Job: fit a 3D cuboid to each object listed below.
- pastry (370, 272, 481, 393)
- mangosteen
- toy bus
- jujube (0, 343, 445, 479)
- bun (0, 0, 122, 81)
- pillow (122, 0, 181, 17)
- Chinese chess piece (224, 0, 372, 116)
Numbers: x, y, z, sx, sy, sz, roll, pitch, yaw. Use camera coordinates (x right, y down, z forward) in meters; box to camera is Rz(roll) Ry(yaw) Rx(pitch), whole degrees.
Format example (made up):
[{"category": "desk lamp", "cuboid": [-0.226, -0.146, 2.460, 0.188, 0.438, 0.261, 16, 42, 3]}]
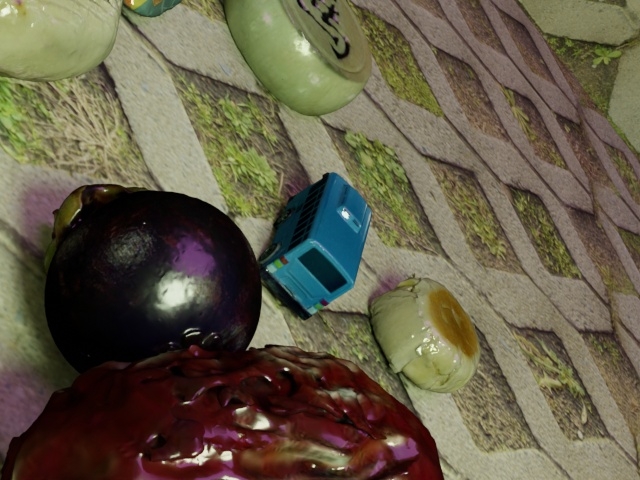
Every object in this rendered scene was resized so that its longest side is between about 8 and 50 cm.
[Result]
[{"category": "pastry", "cuboid": [0.142, 0.125, 1.452, 0.166, 0.088, 0.166, 40, 29, -28]}, {"category": "mangosteen", "cuboid": [-0.158, 0.032, 0.961, 0.194, 0.194, 0.230, 22, 18, -50]}, {"category": "toy bus", "cuboid": [0.000, 0.000, 1.324, 0.090, 0.106, 0.184, 46, 29, -17]}, {"category": "jujube", "cuboid": [-0.062, 0.197, 0.839, 0.377, 0.258, 0.258, 24, 42, -44]}, {"category": "bun", "cuboid": [-0.303, -0.250, 1.004, 0.273, 0.168, 0.273, 44, 26, -29]}, {"category": "pillow", "cuboid": [-0.252, -0.384, 1.350, 0.233, 0.086, 0.214, 41, 41, -34]}, {"category": "Chinese chess piece", "cuboid": [-0.029, -0.305, 1.608, 0.250, 0.101, 0.250, 39, 33, -32]}]
